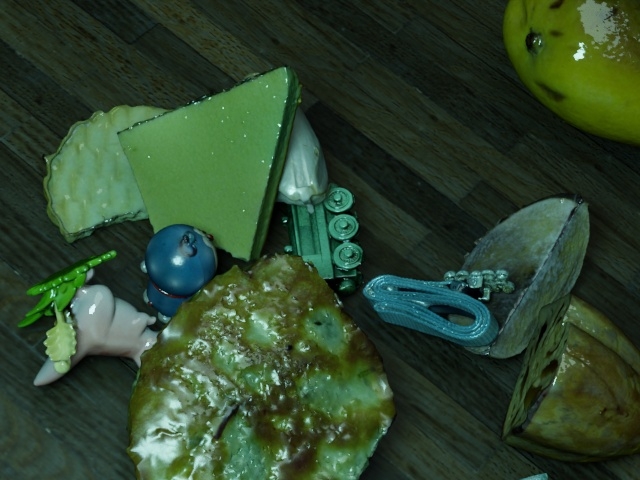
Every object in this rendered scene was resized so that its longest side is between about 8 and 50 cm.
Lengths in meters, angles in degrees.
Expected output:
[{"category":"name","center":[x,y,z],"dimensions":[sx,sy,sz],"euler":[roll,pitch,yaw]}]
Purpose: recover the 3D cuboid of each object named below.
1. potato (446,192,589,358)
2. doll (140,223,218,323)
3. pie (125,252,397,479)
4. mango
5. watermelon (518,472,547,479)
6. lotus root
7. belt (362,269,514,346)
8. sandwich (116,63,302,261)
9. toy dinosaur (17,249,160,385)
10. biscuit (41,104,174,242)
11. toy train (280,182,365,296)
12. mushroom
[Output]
[{"category":"potato","center":[0.257,0.059,1.725],"dimensions":[0.120,0.100,0.261],"euler":[18,65,44]},{"category":"doll","center":[-0.173,0.037,1.581],"dimensions":[0.085,0.152,0.114],"euler":[-29,66,-36]},{"category":"pie","center":[-0.073,0.191,1.497],"dimensions":[0.288,0.103,0.355],"euler":[35,67,-7]},{"category":"mango","center":[0.481,-0.265,1.908],"dimensions":[0.445,0.220,0.301],"euler":[17,48,-14]},{"category":"watermelon","center":[0.237,0.312,1.569],"dimensions":[0.085,0.085,0.061],"euler":[32,16,8]},{"category":"lotus root","center":[0.333,0.181,1.579],"dimensions":[0.180,0.199,0.188],"euler":[23,70,2]},{"category":"belt","center":[0.144,0.072,1.649],"dimensions":[0.179,0.065,0.100],"euler":[13,71,25]},{"category":"sandwich","center":[-0.106,-0.078,1.614],"dimensions":[0.063,0.245,0.212],"euler":[-26,97,-67]},{"category":"toy dinosaur","center":[-0.261,0.112,1.551],"dimensions":[0.194,0.152,0.177],"euler":[-30,97,-35]},{"category":"biscuit","center":[-0.242,-0.102,1.727],"dimensions":[0.273,0.036,0.187],"euler":[-15,62,-21]},{"category":"toy train","center":[0.000,0.000,1.700],"dimensions":[0.111,0.071,0.170],"euler":[-5,56,-6]},{"category":"mushroom","center":[-0.054,-0.136,1.725],"dimensions":[0.099,0.096,0.278],"euler":[2,41,-23]}]
